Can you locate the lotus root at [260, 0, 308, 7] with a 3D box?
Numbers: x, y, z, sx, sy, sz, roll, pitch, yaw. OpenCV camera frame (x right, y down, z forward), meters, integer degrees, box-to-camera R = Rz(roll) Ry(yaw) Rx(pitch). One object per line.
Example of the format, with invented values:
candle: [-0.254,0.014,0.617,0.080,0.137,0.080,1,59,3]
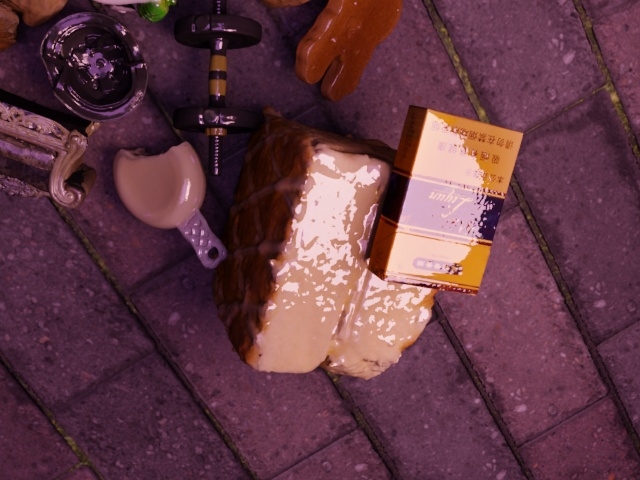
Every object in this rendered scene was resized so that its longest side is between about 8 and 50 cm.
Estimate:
lotus root: [-0.034,-0.456,1.184,0.257,0.154,0.140,-23,101,-11]

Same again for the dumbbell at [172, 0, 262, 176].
dumbbell: [-0.168,-0.268,1.204,0.143,0.143,0.325,1,93,-10]

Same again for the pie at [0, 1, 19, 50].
pie: [-0.551,-0.329,1.122,0.195,0.195,0.046,-3,86,-9]

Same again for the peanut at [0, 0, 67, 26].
peanut: [-0.473,-0.440,1.113,0.110,0.197,0.233,-37,118,-41]

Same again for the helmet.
helmet: [-0.367,-0.294,1.204,0.153,0.107,0.176,-18,128,-7]

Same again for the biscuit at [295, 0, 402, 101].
biscuit: [0.066,-0.380,1.237,0.044,0.186,0.295,38,97,28]

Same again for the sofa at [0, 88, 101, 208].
sofa: [-0.492,-0.135,1.178,0.259,0.200,0.182,19,100,-16]

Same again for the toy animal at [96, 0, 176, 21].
toy animal: [-0.275,-0.433,1.095,0.213,0.266,0.212,-5,110,-14]

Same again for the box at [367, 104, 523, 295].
box: [0.169,-0.053,1.013,0.152,0.070,0.237,11,99,-21]

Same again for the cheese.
cheese: [-0.259,-0.056,1.251,0.164,0.071,0.248,-20,84,21]

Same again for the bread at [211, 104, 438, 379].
bread: [0.000,0.000,1.215,0.280,0.390,0.371,14,100,-23]
